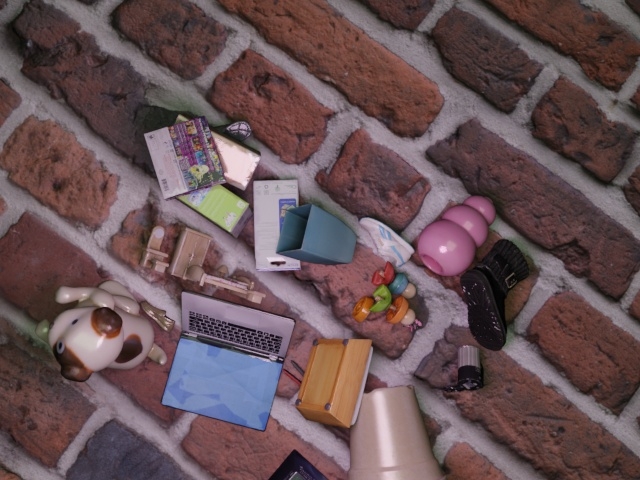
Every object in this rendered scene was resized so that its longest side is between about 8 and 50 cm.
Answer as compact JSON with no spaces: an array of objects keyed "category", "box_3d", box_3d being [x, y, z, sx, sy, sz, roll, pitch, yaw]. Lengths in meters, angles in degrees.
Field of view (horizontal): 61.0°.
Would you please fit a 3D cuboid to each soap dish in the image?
[{"category":"soap dish","box_3d":[0.042,0.458,1.806,0.118,0.229,0.290,32,64,-31]}]

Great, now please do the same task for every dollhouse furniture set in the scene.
[{"category":"dollhouse furniture set","box_3d":[-0.377,0.061,1.791,0.303,0.356,0.173,22,82,-39]}]

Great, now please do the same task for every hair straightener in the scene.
[{"category":"hair straightener","box_3d":[-0.020,0.499,1.916,0.230,0.047,0.089,40,83,2]}]

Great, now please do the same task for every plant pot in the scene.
[{"category":"plant pot","box_3d":[0.226,0.646,1.798,0.334,0.334,0.305,-6,73,-4]},{"category":"plant pot","box_3d":[0.000,0.000,1.890,0.234,0.165,0.165,23,71,-31]}]

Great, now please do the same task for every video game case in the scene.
[{"category":"video game case","box_3d":[-0.442,-0.270,1.780,0.210,0.042,0.232,-19,85,-4]}]

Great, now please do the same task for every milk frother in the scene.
[{"category":"milk frother","box_3d":[0.503,0.465,1.928,0.143,0.129,0.134,-10,45,24]}]

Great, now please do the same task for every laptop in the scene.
[{"category":"laptop","box_3d":[-0.318,0.411,1.825,0.382,0.408,0.236,15,49,-1]}]

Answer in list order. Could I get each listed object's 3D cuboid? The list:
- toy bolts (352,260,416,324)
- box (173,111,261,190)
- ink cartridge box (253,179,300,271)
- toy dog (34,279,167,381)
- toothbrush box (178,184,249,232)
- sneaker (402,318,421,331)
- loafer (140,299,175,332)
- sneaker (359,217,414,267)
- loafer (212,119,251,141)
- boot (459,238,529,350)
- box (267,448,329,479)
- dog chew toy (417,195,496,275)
[{"category":"toy bolts","box_3d":[0.244,0.215,1.926,0.158,0.218,0.228,33,49,-10]},{"category":"box","box_3d":[-0.375,-0.312,1.906,0.311,0.121,0.148,24,101,-14]},{"category":"ink cartridge box","box_3d":[-0.157,-0.052,1.968,0.166,0.065,0.332,-1,82,-3]},{"category":"toy dog","box_3d":[-0.706,0.317,1.722,0.395,0.408,0.284,41,84,3]},{"category":"toothbrush box","box_3d":[-0.388,-0.140,1.894,0.283,0.206,0.122,32,83,2]},{"category":"sneaker","box_3d":[0.307,0.285,1.964,0.119,0.047,0.057,39,94,3]},{"category":"loafer","box_3d":[-0.571,0.260,1.916,0.050,0.056,0.148,-45,97,-8]},{"category":"sneaker","box_3d":[0.228,0.002,1.970,0.229,0.087,0.092,38,85,4]},{"category":"loafer","box_3d":[-0.382,-0.375,1.998,0.268,0.084,0.096,-18,116,-1]},{"category":"boot","box_3d":[0.644,0.195,1.948,0.260,0.131,0.347,-33,117,-34]},{"category":"box","box_3d":[-0.029,0.865,1.749,0.296,0.294,0.182,42,81,2]},{"category":"dog chew toy","box_3d":[0.501,-0.030,1.938,0.206,0.206,0.332,44,75,3]}]
